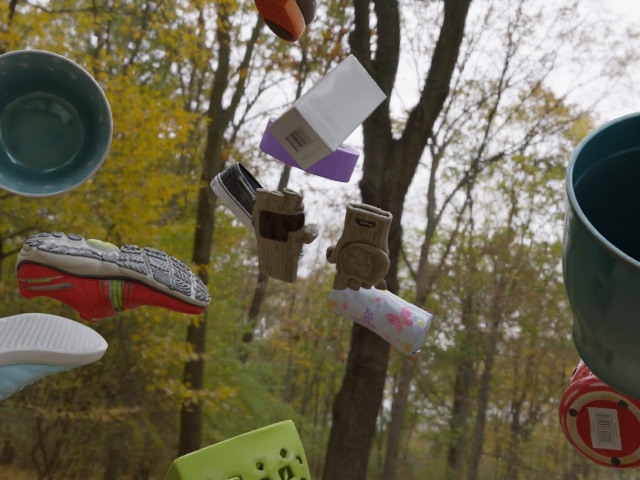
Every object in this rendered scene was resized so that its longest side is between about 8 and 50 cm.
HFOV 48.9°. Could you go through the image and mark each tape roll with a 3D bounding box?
[{"bbox_3d":[-0.030,-0.253,1.967,0.274,0.090,0.275,20,12,-5],"label":"tape roll"}]

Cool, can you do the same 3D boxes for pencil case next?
[{"bbox_3d":[0.151,0.186,1.814,0.273,0.124,0.113,27,-4,18],"label":"pencil case"}]

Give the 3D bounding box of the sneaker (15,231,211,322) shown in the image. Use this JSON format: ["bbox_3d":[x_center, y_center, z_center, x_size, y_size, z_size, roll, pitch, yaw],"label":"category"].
[{"bbox_3d":[-0.304,0.070,1.042,0.279,0.118,0.107,16,19,-14],"label":"sneaker"}]

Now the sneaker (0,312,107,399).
[{"bbox_3d":[-0.601,0.238,1.373,0.366,0.150,0.135,6,30,-48],"label":"sneaker"}]

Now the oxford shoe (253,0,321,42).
[{"bbox_3d":[-0.082,-0.556,1.348,0.130,0.133,0.364,32,-17,24],"label":"oxford shoe"}]

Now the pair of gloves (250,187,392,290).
[{"bbox_3d":[0.000,0.000,1.154,0.240,0.042,0.204,11,-45,14],"label":"pair of gloves"}]

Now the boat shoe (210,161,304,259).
[{"bbox_3d":[-0.125,-0.068,1.693,0.102,0.108,0.301,-37,-67,17],"label":"boat shoe"}]

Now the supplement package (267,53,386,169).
[{"bbox_3d":[0.013,-0.229,1.259,0.105,0.179,0.105,48,-32,-11],"label":"supplement package"}]

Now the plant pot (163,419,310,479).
[{"bbox_3d":[-0.129,0.466,1.175,0.228,0.207,0.227,-10,-34,-31],"label":"plant pot"}]

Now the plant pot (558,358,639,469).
[{"bbox_3d":[0.518,0.285,1.211,0.191,0.191,0.174,0,15,33],"label":"plant pot"}]

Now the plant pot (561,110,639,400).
[{"bbox_3d":[0.392,0.037,0.771,0.271,0.272,0.255,7,-42,14],"label":"plant pot"}]

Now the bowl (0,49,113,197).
[{"bbox_3d":[-0.621,-0.248,1.557,0.311,0.312,0.163,16,-3,-17],"label":"bowl"}]
